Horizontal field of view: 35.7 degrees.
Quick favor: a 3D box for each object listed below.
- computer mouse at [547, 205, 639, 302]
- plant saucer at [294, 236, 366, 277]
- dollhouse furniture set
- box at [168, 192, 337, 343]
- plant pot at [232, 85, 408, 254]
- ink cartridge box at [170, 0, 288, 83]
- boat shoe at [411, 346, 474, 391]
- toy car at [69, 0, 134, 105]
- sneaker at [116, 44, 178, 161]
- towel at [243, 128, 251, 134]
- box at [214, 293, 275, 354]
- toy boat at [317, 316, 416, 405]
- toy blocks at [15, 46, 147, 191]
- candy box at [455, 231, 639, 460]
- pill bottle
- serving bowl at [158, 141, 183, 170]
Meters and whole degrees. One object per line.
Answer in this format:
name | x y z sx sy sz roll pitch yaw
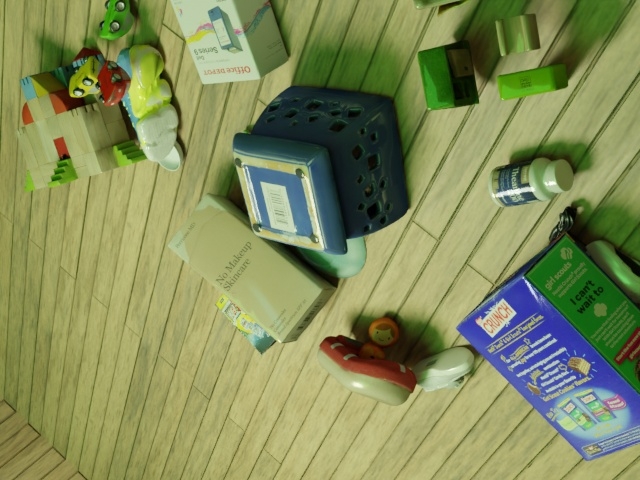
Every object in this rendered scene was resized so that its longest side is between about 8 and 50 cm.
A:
computer mouse | 0.436 0.037 1.537 0.193 0.042 0.106 37 139 17
plant saucer | 0.000 0.000 1.937 0.195 0.037 0.195 26 137 28
dollhouse furniture set | 0.236 -0.347 1.404 0.197 0.151 0.301 -8 98 25
box | -0.137 0.054 2.002 0.311 0.121 0.148 38 97 13
plant pot | -0.009 -0.113 1.713 0.236 0.212 0.236 13 129 36
ink cartridge box | -0.165 -0.389 1.737 0.154 0.093 0.212 5 125 41
boat shoe | 0.240 0.254 1.891 0.063 0.066 0.184 45 142 -10
toy car | -0.408 -0.375 1.948 0.239 0.053 0.225 20 94 54
sneaker | -0.361 -0.285 2.025 0.126 0.091 0.240 24 123 43
towel | -0.107 -0.143 1.883 0.152 0.023 0.113 -132 29 -61
box | -0.128 0.135 2.164 0.159 0.044 0.233 46 142 5
toy boat | 0.104 0.222 1.943 0.151 0.151 0.231 24 -176 -29
toy blocks | -0.558 -0.265 2.181 0.381 0.191 0.261 -7 103 46
candy box | 0.406 0.178 1.587 0.317 0.122 0.268 45 154 5
pill bottle | 0.323 -0.090 1.524 0.120 0.067 0.067 -9 113 48
serving bowl | -0.319 -0.190 2.099 0.083 0.027 0.083 25 135 27
